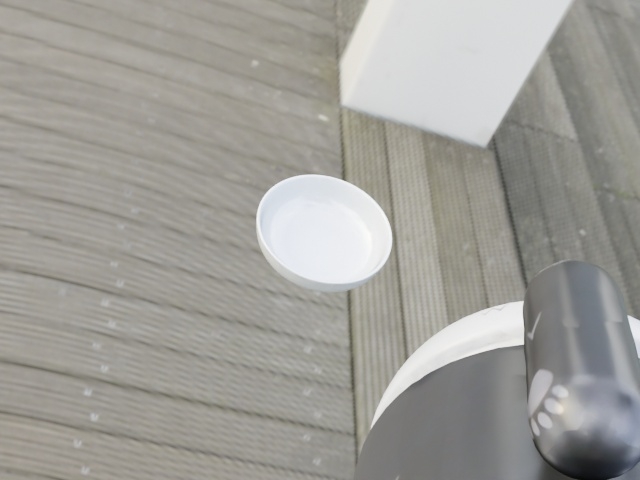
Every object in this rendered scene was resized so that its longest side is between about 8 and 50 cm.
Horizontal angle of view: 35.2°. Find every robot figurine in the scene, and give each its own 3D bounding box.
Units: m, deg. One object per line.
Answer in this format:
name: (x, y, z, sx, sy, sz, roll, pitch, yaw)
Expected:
robot figurine: (0.091, 0.140, 0.385, 0.174, 0.209, 0.278, 36, 28, -8)

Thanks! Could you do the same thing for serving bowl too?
serving bowl: (0.000, 0.000, 0.610, 0.083, 0.027, 0.083, 9, 49, -10)
